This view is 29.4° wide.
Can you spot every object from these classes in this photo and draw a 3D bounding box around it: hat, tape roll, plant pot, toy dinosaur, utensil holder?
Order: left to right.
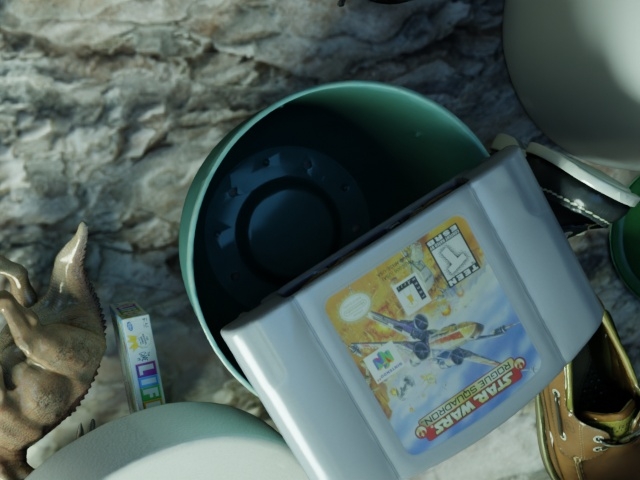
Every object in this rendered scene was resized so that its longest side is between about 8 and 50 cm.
[{"bbox_3d":[-0.259,0.133,1.137,0.200,0.127,0.296,31,82,-16],"label":"toy dinosaur"},{"bbox_3d":[-0.150,0.335,1.130,0.392,0.072,0.392,-17,120,-32],"label":"tape roll"},{"bbox_3d":[0.000,0.000,1.139,0.292,0.235,0.293,-2,96,-16],"label":"plant pot"},{"bbox_3d":[0.389,-0.209,1.157,0.327,0.385,0.328,-1,95,-16],"label":"utensil holder"},{"bbox_3d":[0.443,0.005,1.296,0.208,0.183,0.173,7,93,-17],"label":"hat"}]

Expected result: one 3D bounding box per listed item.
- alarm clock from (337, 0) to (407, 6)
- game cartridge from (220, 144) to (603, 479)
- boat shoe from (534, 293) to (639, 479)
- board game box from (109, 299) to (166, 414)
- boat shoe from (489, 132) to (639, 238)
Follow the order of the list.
[{"bbox_3d":[0.091,-0.308,1.227,0.192,0.064,0.129,-15,99,-12],"label":"alarm clock"},{"bbox_3d":[0.090,0.078,1.024,0.297,0.062,0.198,-33,99,-11],"label":"game cartridge"},{"bbox_3d":[0.293,0.189,1.311,0.110,0.104,0.307,-26,102,-13],"label":"boat shoe"},{"bbox_3d":[-0.171,0.140,1.170,0.026,0.103,0.154,-12,99,-15],"label":"board game box"},{"bbox_3d":[0.213,-0.036,1.164,0.114,0.302,0.091,30,94,-5],"label":"boat shoe"}]
